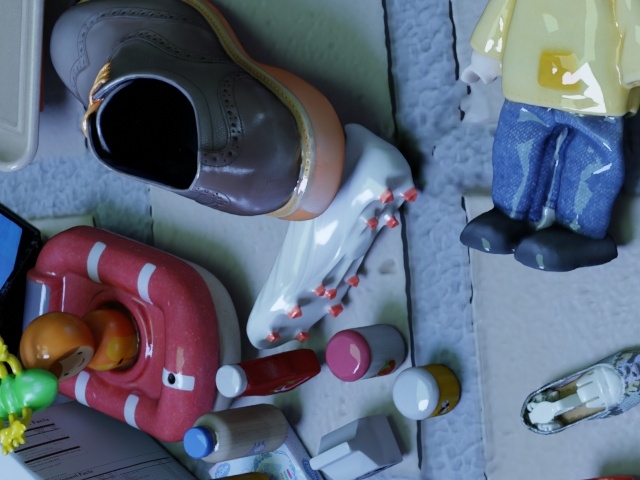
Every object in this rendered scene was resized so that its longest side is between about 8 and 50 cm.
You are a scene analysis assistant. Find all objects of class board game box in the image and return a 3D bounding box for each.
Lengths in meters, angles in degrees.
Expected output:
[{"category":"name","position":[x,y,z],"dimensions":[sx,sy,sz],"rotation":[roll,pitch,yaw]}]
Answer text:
[{"category":"board game box","position":[-0.040,0.198,1.553],"dimensions":[0.090,0.020,0.090],"rotation":[-46,68,35]}]

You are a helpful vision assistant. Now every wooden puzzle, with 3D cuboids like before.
[{"category":"wooden puzzle","position":[-0.293,-0.195,1.676],"dimensions":[0.221,0.044,0.239],"rotation":[22,107,49]}]

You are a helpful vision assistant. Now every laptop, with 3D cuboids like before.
[{"category":"laptop","position":[-0.340,0.093,1.716],"dimensions":[0.136,0.264,0.234],"rotation":[16,113,-1]}]

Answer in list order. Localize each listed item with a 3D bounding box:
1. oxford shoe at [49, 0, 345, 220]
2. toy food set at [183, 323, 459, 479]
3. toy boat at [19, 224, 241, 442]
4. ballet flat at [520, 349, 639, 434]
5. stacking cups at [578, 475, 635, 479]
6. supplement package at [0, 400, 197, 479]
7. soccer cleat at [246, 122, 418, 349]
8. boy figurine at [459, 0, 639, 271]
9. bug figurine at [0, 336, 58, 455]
[{"category":"oxford shoe","position":[-0.132,-0.118,1.481],"dimensions":[0.363,0.132,0.130],"rotation":[30,114,49]},{"category":"toy food set","position":[-0.018,0.137,1.451],"dimensions":[0.232,0.104,0.111],"rotation":[-29,76,33]},{"category":"toy boat","position":[-0.178,0.081,1.565],"dimensions":[0.231,0.151,0.151],"rotation":[18,109,38]},{"category":"ballet flat","position":[0.183,0.109,1.333],"dimensions":[0.114,0.041,0.041],"rotation":[-29,78,40]},{"category":"stacking cups","position":[0.205,0.322,1.319],"dimensions":[0.096,0.096,0.316],"rotation":[-13,87,41]},{"category":"supplement package","position":[-0.199,0.273,1.617],"dimensions":[0.203,0.149,0.194],"rotation":[38,119,30]},{"category":"soccer cleat","position":[0.000,0.000,1.460],"dimensions":[0.076,0.068,0.196],"rotation":[51,119,29]},{"category":"boy figurine","position":[0.170,-0.125,1.273],"dimensions":[0.177,0.092,0.285],"rotation":[23,115,39]},{"category":"bug figurine","position":[-0.277,0.198,1.527],"dimensions":[0.216,0.072,0.279],"rotation":[-20,78,33]}]
